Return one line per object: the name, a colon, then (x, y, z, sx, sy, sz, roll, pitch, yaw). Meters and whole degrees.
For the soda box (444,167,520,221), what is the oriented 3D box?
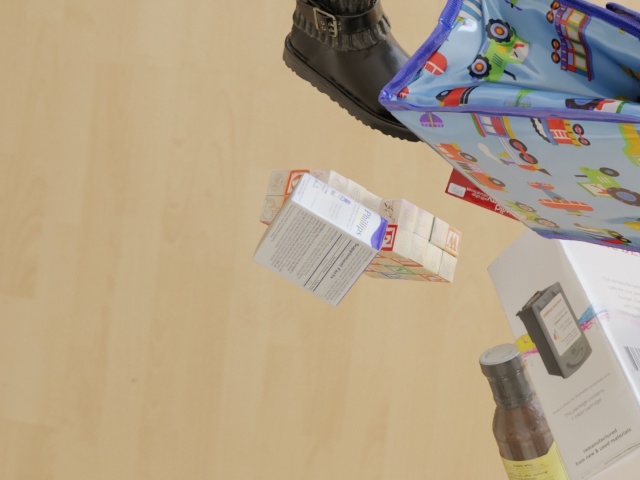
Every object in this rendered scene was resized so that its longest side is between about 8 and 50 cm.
soda box: (0.327, -0.064, 1.450, 0.263, 0.092, 0.083, 25, 101, 31)

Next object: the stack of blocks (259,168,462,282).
stack of blocks: (0.069, -0.020, 1.533, 0.171, 0.297, 0.087, 2, 73, 43)

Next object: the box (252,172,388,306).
box: (0.000, 0.000, 1.310, 0.137, 0.072, 0.126, 31, 129, -6)

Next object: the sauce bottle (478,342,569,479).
sauce bottle: (0.335, 0.327, 1.512, 0.111, 0.111, 0.344, -18, 105, 14)

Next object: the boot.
boot: (0.086, -0.324, 1.498, 0.348, 0.131, 0.260, 31, 140, 15)

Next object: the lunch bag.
lunch bag: (0.220, -0.061, 0.641, 0.138, 0.221, 0.293, -58, 38, -1)

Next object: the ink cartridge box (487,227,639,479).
ink cartridge box: (0.359, 0.137, 1.156, 0.131, 0.226, 0.306, -49, 42, 35)
